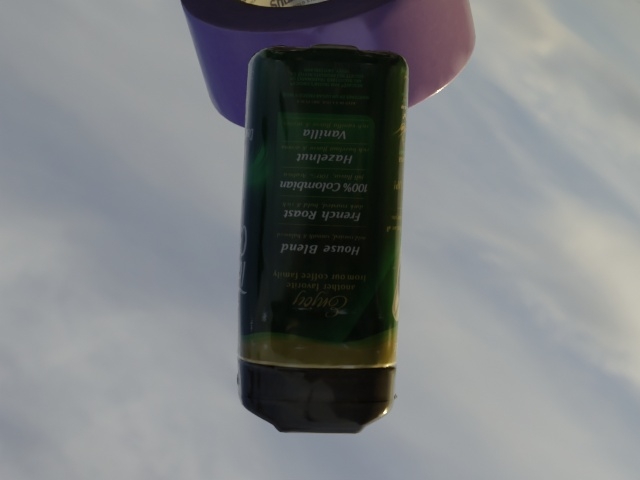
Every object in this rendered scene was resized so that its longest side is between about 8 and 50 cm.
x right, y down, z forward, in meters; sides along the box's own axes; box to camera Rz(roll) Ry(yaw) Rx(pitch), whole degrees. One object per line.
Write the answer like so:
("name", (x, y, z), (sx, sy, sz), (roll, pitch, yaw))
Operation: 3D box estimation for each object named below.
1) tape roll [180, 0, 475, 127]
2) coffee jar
("tape roll", (0.006, -0.154, 1.103), (0.189, 0.189, 0.080), (-116, 8, -56))
("coffee jar", (0.000, 0.000, 0.793), (0.079, 0.184, 0.096), (2, -178, -3))
